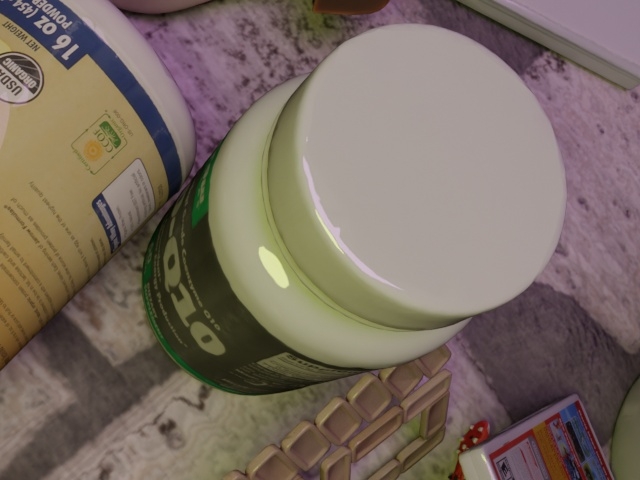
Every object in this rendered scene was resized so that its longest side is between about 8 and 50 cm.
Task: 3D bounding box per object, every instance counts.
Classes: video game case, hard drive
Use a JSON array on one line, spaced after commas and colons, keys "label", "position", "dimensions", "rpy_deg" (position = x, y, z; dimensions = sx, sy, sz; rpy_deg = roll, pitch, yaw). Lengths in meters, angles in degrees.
[{"label": "video game case", "position": [0.216, 0.250, 0.736], "dimensions": [0.285, 0.025, 0.204], "rpy_deg": [1, 65, -59]}, {"label": "hard drive", "position": [0.262, -0.328, 1.003], "dimensions": [0.308, 0.040, 0.203], "rpy_deg": [22, 69, -15]}]

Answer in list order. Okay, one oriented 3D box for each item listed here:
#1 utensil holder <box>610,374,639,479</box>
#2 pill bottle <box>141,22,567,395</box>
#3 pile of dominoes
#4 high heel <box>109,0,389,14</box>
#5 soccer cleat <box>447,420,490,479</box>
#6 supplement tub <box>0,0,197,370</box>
[{"label": "utensil holder", "position": [0.502, 0.217, 0.761], "dimensions": [0.328, 0.385, 0.327], "rpy_deg": [6, 73, -21]}, {"label": "pill bottle", "position": [0.000, 0.000, 0.629], "dimensions": [0.204, 0.361, 0.204], "rpy_deg": [6, 73, -21]}, {"label": "pile of dominoes", "position": [0.008, 0.173, 0.706], "dimensions": [0.251, 0.196, 0.040], "rpy_deg": [-32, 53, -26]}, {"label": "high heel", "position": [-0.115, -0.308, 0.834], "dimensions": [0.377, 0.127, 0.181], "rpy_deg": [9, 44, -15]}, {"label": "soccer cleat", "position": [0.146, 0.213, 0.817], "dimensions": [0.036, 0.029, 0.083], "rpy_deg": [33, 69, -20]}, {"label": "supplement tub", "position": [-0.267, -0.028, 0.603], "dimensions": [0.228, 0.228, 0.316], "rpy_deg": [43, 64, -6]}]
